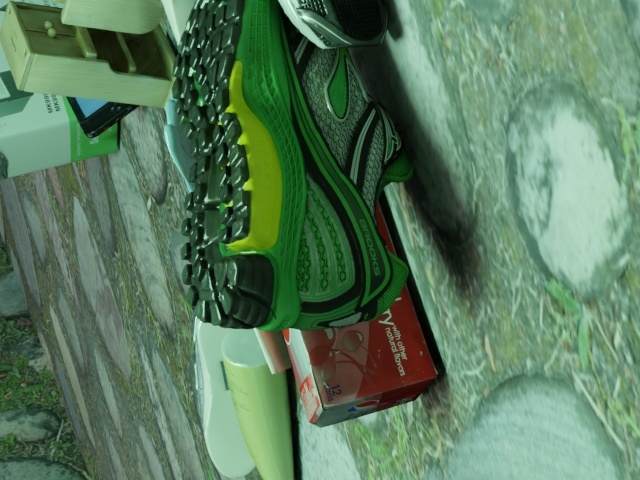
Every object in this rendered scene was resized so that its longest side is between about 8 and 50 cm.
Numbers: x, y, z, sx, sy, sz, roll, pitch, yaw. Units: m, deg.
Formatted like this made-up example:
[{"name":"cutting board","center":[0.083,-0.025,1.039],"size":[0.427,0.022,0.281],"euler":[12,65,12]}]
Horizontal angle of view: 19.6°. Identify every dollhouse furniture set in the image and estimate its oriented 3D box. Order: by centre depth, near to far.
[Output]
[{"name":"dollhouse furniture set","center":[-0.191,-0.260,1.770],"size":[0.242,0.161,0.212],"euler":[-66,32,32]}]

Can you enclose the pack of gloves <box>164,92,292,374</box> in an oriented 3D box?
[{"name":"pack of gloves","center":[-0.062,-0.012,1.470],"size":[0.232,0.046,0.195],"euler":[66,-158,0]}]

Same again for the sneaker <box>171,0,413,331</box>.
[{"name":"sneaker","center":[-0.018,-0.086,1.290],"size":[0.134,0.146,0.344],"euler":[135,139,-53]}]

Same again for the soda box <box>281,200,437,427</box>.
[{"name":"soda box","center":[0.000,0.000,1.382],"size":[0.083,0.092,0.263],"euler":[115,138,-72]}]

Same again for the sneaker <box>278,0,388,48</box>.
[{"name":"sneaker","center":[0.003,-0.211,1.218],"size":[0.077,0.072,0.178],"euler":[-21,89,65]}]

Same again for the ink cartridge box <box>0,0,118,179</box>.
[{"name":"ink cartridge box","center":[-0.430,-0.195,2.425],"size":[0.121,0.289,0.211],"euler":[105,147,-64]}]

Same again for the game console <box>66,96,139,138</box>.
[{"name":"game console","center":[-0.263,-0.212,2.200],"size":[0.085,0.124,0.144],"euler":[52,-176,-40]}]

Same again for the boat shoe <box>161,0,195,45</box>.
[{"name":"boat shoe","center":[-0.105,-0.293,1.424],"size":[0.158,0.127,0.341],"euler":[-124,24,-66]}]

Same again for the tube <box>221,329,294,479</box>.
[{"name":"tube","center":[-0.056,0.185,1.866],"size":[0.240,0.062,0.070],"euler":[82,-155,-45]}]

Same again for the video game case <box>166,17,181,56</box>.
[{"name":"video game case","center":[-0.113,-0.174,1.781],"size":[0.173,0.022,0.190],"euler":[96,155,-55]}]

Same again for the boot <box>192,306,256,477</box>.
[{"name":"boot","center":[-0.101,0.156,2.004],"size":[0.086,0.069,0.190],"euler":[-140,45,-78]}]
